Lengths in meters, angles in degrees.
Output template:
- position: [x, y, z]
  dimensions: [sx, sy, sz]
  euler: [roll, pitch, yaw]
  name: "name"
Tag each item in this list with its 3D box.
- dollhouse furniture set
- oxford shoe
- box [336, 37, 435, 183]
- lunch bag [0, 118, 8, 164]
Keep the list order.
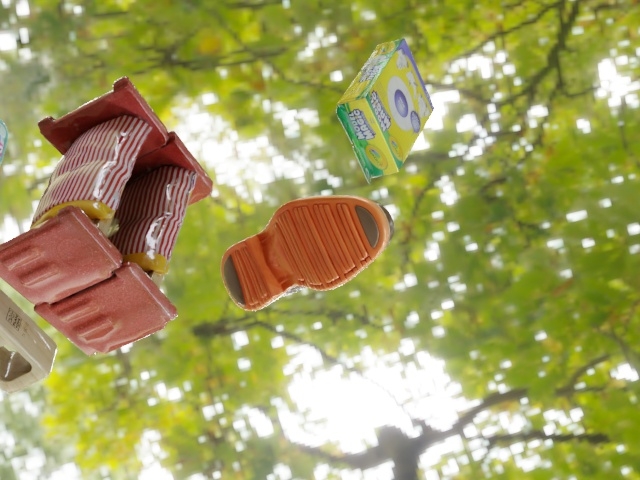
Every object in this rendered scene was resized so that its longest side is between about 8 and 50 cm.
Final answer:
- position: [-0.301, 0.026, 1.302]
  dimensions: [0.374, 0.152, 0.201]
  euler: [-24, -146, 26]
  name: "dollhouse furniture set"
- position: [0.000, 0.000, 1.873]
  dimensions: [0.364, 0.133, 0.130]
  euler: [-19, -88, 54]
  name: "oxford shoe"
- position: [0.076, -0.153, 1.589]
  dimensions: [0.043, 0.179, 0.105]
  euler: [-10, -60, 32]
  name: "box"
- position: [-0.638, -0.146, 2.126]
  dimensions: [0.108, 0.279, 0.224]
  euler: [-1, -110, 43]
  name: "lunch bag"
